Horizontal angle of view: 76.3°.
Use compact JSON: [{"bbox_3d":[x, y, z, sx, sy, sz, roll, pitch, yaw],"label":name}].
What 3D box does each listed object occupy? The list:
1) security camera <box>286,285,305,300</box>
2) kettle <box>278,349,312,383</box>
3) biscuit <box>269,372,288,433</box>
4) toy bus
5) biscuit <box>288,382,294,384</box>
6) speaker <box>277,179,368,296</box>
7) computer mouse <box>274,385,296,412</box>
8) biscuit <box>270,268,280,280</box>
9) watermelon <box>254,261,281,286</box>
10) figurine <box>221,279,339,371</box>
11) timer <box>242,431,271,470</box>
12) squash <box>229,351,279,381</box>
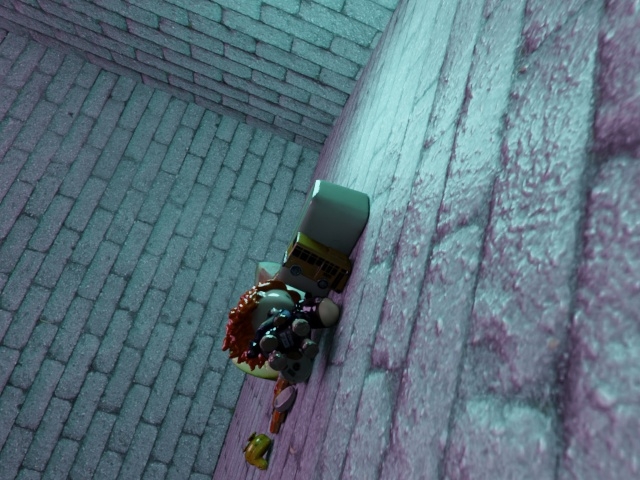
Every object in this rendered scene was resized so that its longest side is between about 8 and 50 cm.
[{"bbox_3d":[-0.127,0.271,1.579,0.236,0.194,0.195,-80,12,-51],"label":"security camera"},{"bbox_3d":[-0.084,0.395,1.328,0.148,0.098,0.127,125,158,-72],"label":"kettle"},{"bbox_3d":[-0.155,0.574,1.505,0.250,0.036,0.165,-89,17,-55],"label":"biscuit"},{"bbox_3d":[-0.005,0.067,1.242,0.114,0.201,0.098,-59,11,20],"label":"toy bus"},{"bbox_3d":[-0.099,0.485,1.476,0.147,0.018,0.071,134,155,-69],"label":"biscuit"},{"bbox_3d":[0.000,0.000,1.386,0.183,0.184,0.406,-83,15,-54],"label":"speaker"},{"bbox_3d":[-0.114,0.535,1.367,0.096,0.039,0.066,-43,21,4],"label":"computer mouse"},{"bbox_3d":[-0.110,0.145,1.700,0.262,0.037,0.262,-31,-22,-14],"label":"biscuit"},{"bbox_3d":[-0.237,0.261,2.128,0.292,0.250,0.283,169,116,-83],"label":"watermelon"},{"bbox_3d":[-0.124,0.248,1.226,0.411,0.241,0.306,-12,30,52],"label":"figurine"},{"bbox_3d":[-0.213,0.747,1.443,0.107,0.109,0.107,-48,-22,-26],"label":"timer"},{"bbox_3d":[-0.267,0.513,1.688,0.169,0.252,0.093,134,153,-71],"label":"squash"}]
